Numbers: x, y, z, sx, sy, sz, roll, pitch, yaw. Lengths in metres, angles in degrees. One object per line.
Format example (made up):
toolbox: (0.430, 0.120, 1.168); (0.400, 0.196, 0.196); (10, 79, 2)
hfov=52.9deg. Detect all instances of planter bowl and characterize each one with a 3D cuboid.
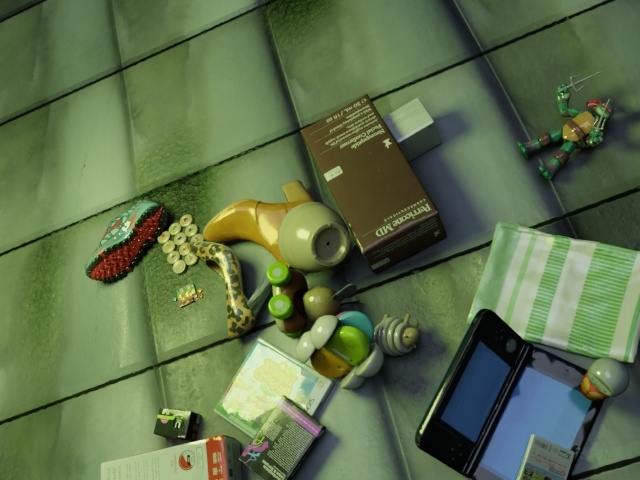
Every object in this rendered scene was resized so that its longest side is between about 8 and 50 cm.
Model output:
planter bowl: (0.000, 0.000, 1.423); (0.162, 0.162, 0.109); (-53, 27, -9)

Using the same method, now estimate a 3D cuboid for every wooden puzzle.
wooden puzzle: (-0.334, 0.136, 1.608); (0.083, 0.006, 0.049); (-26, 60, 7)

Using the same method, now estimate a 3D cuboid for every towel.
towel: (0.492, 0.099, 1.315); (0.325, 0.038, 0.247); (14, 72, 25)

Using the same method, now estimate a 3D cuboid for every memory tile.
memory tile: (-0.358, 0.009, 1.673); (0.113, 0.012, 0.148); (-36, 60, 1)

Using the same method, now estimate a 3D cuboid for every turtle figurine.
turtle figurine: (0.561, -0.246, 1.408); (0.234, 0.118, 0.175); (-42, 43, 15)

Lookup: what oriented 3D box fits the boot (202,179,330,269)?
boot: (-0.126, -0.007, 1.546); (0.295, 0.104, 0.211); (-27, 60, 1)

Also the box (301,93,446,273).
box: (0.117, -0.136, 1.502); (0.191, 0.143, 0.381); (-29, 62, 5)

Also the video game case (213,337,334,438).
video game case: (-0.105, 0.345, 1.419); (0.212, 0.023, 0.193); (25, 76, 28)

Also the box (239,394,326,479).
box: (-0.079, 0.424, 1.344); (0.116, 0.029, 0.162); (31, 78, 29)

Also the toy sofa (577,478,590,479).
toy sofa: (0.426, 0.576, 1.049); (0.177, 0.150, 0.362); (30, 79, 27)

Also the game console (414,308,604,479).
game console: (0.357, 0.316, 1.190); (0.173, 0.250, 0.293); (12, 68, 52)

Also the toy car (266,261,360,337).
toy car: (-0.010, 0.125, 1.423); (0.188, 0.155, 0.149); (-8, 63, 5)

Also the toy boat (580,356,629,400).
toy boat: (0.619, 0.263, 1.109); (0.318, 0.148, 0.267); (5, 67, 11)

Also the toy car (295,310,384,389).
toy car: (0.050, 0.213, 1.348); (0.159, 0.182, 0.136); (33, 50, -3)

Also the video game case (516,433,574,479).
video game case: (0.402, 0.425, 1.163); (0.087, 0.011, 0.122); (25, 78, -6)

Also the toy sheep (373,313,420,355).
toy sheep: (0.155, 0.201, 1.362); (0.132, 0.091, 0.091); (-12, 58, 47)

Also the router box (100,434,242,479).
router box: (-0.305, 0.607, 1.332); (0.301, 0.082, 0.335); (-17, 62, 12)

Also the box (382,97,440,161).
box: (0.220, -0.263, 1.544); (0.102, 0.101, 0.087); (-30, 60, 6)

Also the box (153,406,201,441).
box: (-0.322, 0.414, 1.447); (0.083, 0.052, 0.062); (1, 66, 19)

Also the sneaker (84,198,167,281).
sneaker: (-0.521, -0.003, 1.705); (0.262, 0.104, 0.125); (-46, 42, -10)

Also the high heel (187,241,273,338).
high heel: (-0.249, 0.111, 1.536); (0.261, 0.093, 0.186); (24, 69, 18)
